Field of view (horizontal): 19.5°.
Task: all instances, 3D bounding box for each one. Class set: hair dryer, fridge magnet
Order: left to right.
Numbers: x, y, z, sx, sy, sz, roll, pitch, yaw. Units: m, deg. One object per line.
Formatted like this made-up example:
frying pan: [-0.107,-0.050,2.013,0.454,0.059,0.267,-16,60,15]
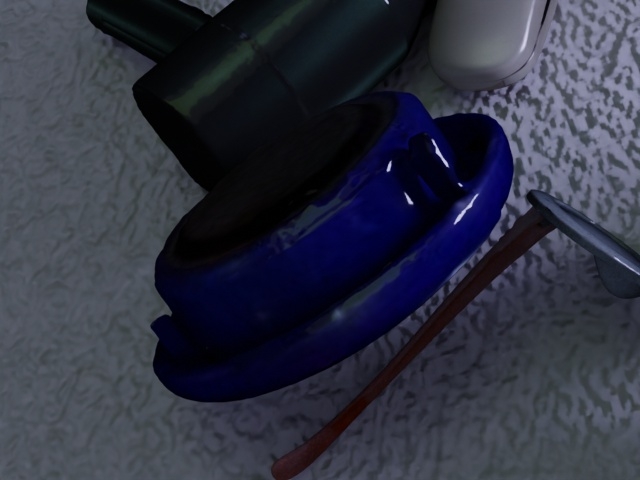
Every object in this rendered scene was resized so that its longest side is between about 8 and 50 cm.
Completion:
hair dryer: [-0.058,-0.177,1.389,0.244,0.116,0.302,-41,40,-13]
fridge magnet: [0.000,0.000,1.161,0.265,0.112,0.265,-32,17,11]

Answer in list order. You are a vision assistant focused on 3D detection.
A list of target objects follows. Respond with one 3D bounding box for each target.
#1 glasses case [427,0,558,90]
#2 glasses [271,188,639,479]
glasses case: [0.132,-0.190,1.330,0.081,0.051,0.204,1,54,28]
glasses: [0.117,0.119,1.098,0.268,0.118,0.234,-45,46,14]
